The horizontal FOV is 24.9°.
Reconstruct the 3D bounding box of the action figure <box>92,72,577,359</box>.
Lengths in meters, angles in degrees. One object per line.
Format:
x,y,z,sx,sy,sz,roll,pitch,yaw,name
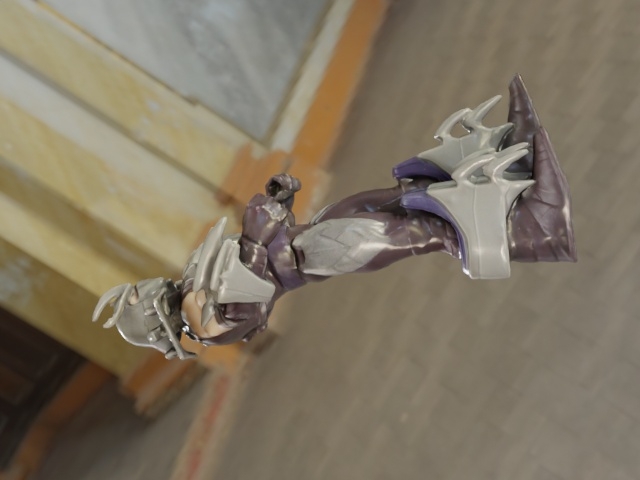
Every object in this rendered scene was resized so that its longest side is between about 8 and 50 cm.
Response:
0.000,0.000,0.841,0.285,0.099,0.185,-19,13,6,action figure
